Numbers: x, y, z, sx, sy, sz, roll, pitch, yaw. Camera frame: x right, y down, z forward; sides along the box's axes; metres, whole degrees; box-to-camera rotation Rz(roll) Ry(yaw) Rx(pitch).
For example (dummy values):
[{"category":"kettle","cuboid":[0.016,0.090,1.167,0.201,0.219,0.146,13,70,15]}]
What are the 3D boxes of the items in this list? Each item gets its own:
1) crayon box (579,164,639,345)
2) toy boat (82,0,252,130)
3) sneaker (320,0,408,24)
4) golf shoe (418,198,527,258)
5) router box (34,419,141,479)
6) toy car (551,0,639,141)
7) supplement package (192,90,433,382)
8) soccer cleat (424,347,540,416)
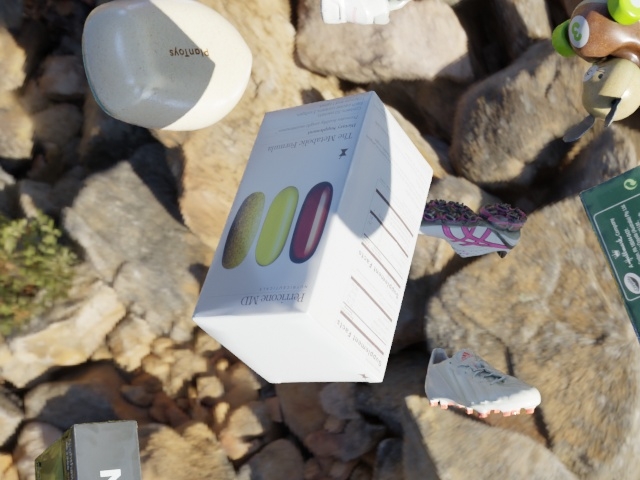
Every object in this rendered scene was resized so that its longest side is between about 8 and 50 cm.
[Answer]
[{"category":"crayon box","cuboid":[0.424,0.073,1.182,0.083,0.323,0.203,-27,56,21]},{"category":"toy boat","cuboid":[-0.227,-0.303,1.372,0.148,0.267,0.319,-16,82,45]},{"category":"sneaker","cuboid":[0.089,-0.355,1.276,0.115,0.090,0.232,19,63,12]},{"category":"golf shoe","cuboid":[0.205,-0.009,1.410,0.186,0.067,0.086,4,119,-22]},{"category":"router box","cuboid":[-0.283,0.398,1.213,0.243,0.081,0.309,-40,54,55]},{"category":"toy car","cuboid":[0.384,-0.221,1.335,0.149,0.155,0.188,31,70,-14]},{"category":"supplement package","cuboid":[0.000,0.000,0.950,0.139,0.134,0.244,-7,53,34]},{"category":"soccer cleat","cuboid":[0.188,0.170,1.194,0.196,0.068,0.076,-5,85,61]}]
